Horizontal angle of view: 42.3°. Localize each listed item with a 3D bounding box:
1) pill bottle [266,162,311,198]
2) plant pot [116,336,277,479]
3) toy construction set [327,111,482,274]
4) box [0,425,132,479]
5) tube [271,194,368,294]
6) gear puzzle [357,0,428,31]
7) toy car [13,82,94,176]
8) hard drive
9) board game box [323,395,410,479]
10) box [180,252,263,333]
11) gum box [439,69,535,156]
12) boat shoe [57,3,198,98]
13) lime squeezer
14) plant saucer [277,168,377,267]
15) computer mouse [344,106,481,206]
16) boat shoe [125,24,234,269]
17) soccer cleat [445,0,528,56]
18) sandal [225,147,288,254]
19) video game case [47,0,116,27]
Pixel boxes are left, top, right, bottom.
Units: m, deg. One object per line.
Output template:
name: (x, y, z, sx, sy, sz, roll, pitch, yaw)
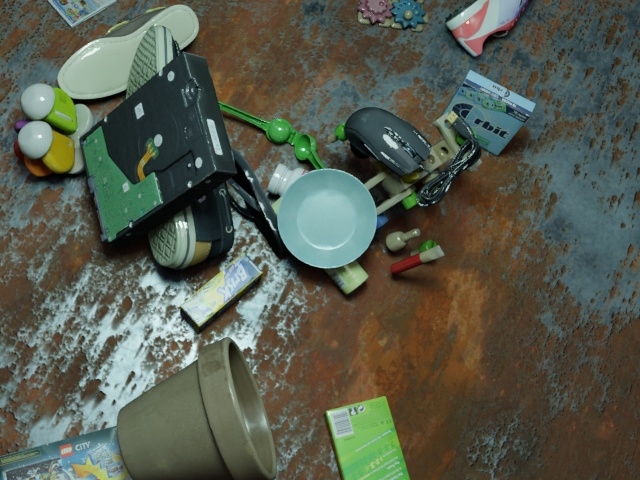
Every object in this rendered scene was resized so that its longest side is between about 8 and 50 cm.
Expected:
pill bottle: (-0.026, -0.097, 1.711, 0.160, 0.087, 0.087, 26, 67, -1)
plant pot: (-0.224, 0.327, 1.446, 0.229, 0.263, 0.263, -18, 73, 1)
toy construction set: (0.205, -0.110, 1.652, 0.257, 0.237, 0.308, -3, 76, -40)
box: (-0.436, 0.431, 1.458, 0.233, 0.044, 0.159, -12, 73, -15)
tube: (0.000, 0.000, 1.673, 0.070, 0.062, 0.240, -41, 91, -10)
gear puzzle: (0.180, -0.660, 1.984, 0.175, 0.044, 0.339, 6, 69, -8)
toy car: (-0.545, -0.212, 1.642, 0.136, 0.159, 0.182, -11, 71, 26)
hard drive: (-0.306, -0.157, 1.515, 0.064, 0.339, 0.237, 3, 64, -50)
board game box: (0.100, 0.436, 1.563, 0.124, 0.039, 0.259, -11, 70, -14)
box: (-0.194, 0.102, 1.623, 0.169, 0.054, 0.059, -41, 82, -22)
gum box: (0.356, -0.273, 1.797, 0.157, 0.184, 0.041, 28, 67, 1)
boat shoe: (-0.413, -0.400, 1.748, 0.324, 0.097, 0.116, -36, 120, -17)
lime squeezer: (-0.078, -0.209, 1.747, 0.310, 0.059, 0.110, 36, 41, 14)
plant saucer: (0.013, -0.043, 1.625, 0.195, 0.037, 0.195, 0, 88, -1)
computer mouse: (0.177, -0.203, 1.571, 0.184, 0.060, 0.262, -41, 65, -9)
boat shoe: (-0.278, -0.187, 1.649, 0.156, 0.187, 0.500, -3, 74, -37)
soccer cleat: (0.437, -0.556, 1.975, 0.318, 0.108, 0.116, -37, 101, -23)
sandal: (-0.145, -0.082, 1.677, 0.054, 0.097, 0.254, -27, 77, -19)
video game case: (-0.525, -0.529, 1.820, 0.122, 0.011, 0.087, -39, 81, -21)
